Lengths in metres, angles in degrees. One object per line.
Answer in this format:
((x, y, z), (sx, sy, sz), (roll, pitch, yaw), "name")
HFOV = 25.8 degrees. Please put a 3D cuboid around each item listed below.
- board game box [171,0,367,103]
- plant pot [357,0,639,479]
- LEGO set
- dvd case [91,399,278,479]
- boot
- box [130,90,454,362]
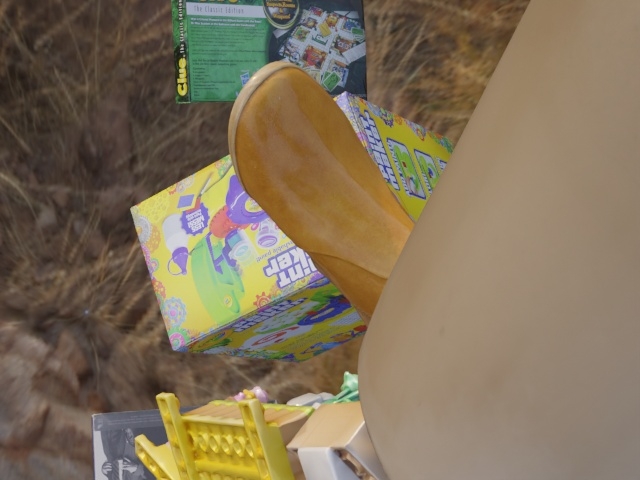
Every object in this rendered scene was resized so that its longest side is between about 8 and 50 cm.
((-0.050, -0.215, 1.498), (0.260, 0.030, 0.136), (-5, 97, -44), "board game box")
((0.167, 0.000, 0.456), (0.323, 0.323, 0.280), (40, 114, -5), "plant pot")
((-0.005, 0.114, 0.644), (0.107, 0.287, 0.132), (-19, 60, -30), "LEGO set")
((-0.120, 0.275, 1.308), (0.179, 0.029, 0.238), (-4, 76, -3), "dvd case")
((0.055, 0.000, 1.073), (0.104, 0.295, 0.211), (-45, 55, -13), "boot")
((0.000, 0.000, 1.563), (0.290, 0.279, 0.177), (-26, 72, 22), "box")
